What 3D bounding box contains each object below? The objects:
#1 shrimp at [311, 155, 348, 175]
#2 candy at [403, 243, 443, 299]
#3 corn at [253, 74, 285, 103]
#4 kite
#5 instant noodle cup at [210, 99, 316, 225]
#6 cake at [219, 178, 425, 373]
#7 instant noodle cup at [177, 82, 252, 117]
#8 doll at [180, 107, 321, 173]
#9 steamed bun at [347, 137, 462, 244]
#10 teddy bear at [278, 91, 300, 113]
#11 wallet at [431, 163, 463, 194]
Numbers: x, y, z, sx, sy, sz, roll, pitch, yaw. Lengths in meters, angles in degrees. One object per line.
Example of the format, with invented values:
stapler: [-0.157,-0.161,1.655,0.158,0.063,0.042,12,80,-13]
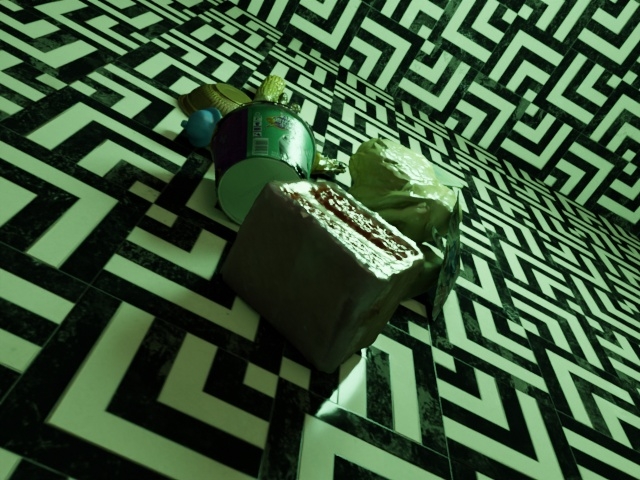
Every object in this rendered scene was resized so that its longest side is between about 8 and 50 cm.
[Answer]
shrimp: [-0.053,-0.246,1.909,0.295,0.058,0.169,2,35,-42]
candy: [0.216,0.072,1.562,0.104,0.102,0.234,44,25,26]
corn: [-0.174,-0.509,2.218,0.086,0.087,0.288,28,26,-8]
kite: [0.305,0.040,1.553,0.011,0.336,0.314,6,-17,26]
instant noodle cup: [-0.128,-0.155,1.436,0.251,0.251,0.190,23,34,-20]
cake: [0.003,0.048,1.200,0.309,0.230,0.237,41,24,20]
instant noodle cup: [-0.267,-0.383,1.865,0.273,0.091,0.274,27,25,-13]
doll: [-0.185,-0.242,1.672,0.362,0.145,0.199,17,-13,-10]
steamed bun: [0.207,-0.111,1.738,0.324,0.230,0.372,10,34,-41]
teddy bear: [-0.123,-0.399,2.094,0.119,0.077,0.160,43,34,-31]
wallet: [0.344,-0.245,2.341,0.309,0.077,0.223,11,28,-34]
